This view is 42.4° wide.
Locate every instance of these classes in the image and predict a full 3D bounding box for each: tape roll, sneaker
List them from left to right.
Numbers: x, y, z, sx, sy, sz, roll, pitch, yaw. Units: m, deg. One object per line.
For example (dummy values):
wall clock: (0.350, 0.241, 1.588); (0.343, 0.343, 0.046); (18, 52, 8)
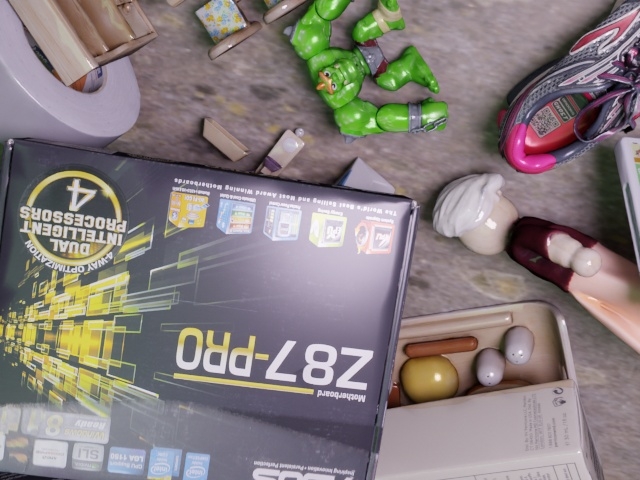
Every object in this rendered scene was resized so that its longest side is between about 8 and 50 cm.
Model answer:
tape roll: (-0.297, -0.191, 0.887); (0.072, 0.219, 0.219); (-27, 104, 25)
sneaker: (0.302, -0.164, 0.793); (0.121, 0.112, 0.299); (44, 116, -6)

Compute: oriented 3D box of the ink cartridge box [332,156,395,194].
ink cartridge box: (0.000, 0.000, 0.954); (0.061, 0.104, 0.181); (40, 117, -5)

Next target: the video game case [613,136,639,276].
video game case: (0.393, -0.004, 0.775); (0.212, 0.193, 0.023); (5, 151, -8)

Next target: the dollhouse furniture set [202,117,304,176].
dollhouse furniture set: (-0.078, -0.120, 0.944); (0.114, 0.091, 0.081); (40, 102, -1)

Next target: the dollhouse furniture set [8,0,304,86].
dollhouse furniture set: (-0.168, -0.278, 0.845); (0.242, 0.161, 0.212); (-27, 104, 24)

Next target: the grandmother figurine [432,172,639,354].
grandmother figurine: (0.267, 0.031, 0.850); (0.342, 0.208, 0.104); (31, 85, 24)

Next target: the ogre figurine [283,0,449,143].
ogre figurine: (0.046, -0.186, 0.870); (0.118, 0.097, 0.197); (-29, 119, 7)

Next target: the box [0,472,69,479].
box: (-0.252, 0.311, 1.047); (0.343, 0.312, 0.179); (-17, 108, 22)

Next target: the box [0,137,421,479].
box: (-0.123, 0.082, 0.821); (0.395, 0.097, 0.318); (9, 97, -7)

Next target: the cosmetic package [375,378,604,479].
cosmetic package: (0.157, 0.273, 0.945); (0.309, 0.113, 0.160); (-12, 121, 20)

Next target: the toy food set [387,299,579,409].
toy food set: (0.161, 0.205, 1.008); (0.306, 0.092, 0.219); (-10, 110, 20)
